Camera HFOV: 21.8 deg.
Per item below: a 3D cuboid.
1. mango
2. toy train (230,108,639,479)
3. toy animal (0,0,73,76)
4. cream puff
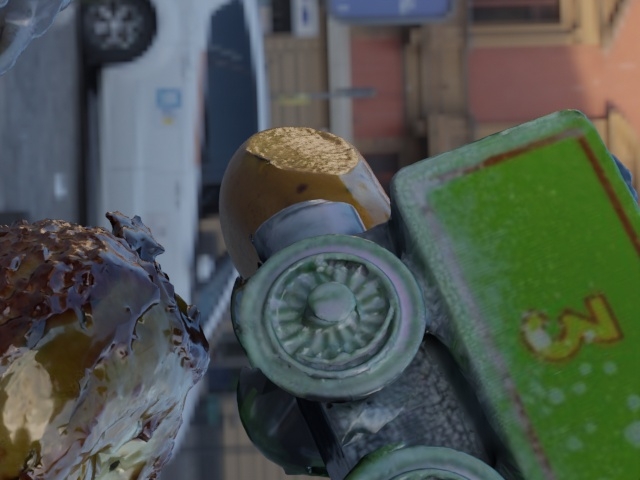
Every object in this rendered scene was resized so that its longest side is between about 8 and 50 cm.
[{"bbox_3d":[0.000,0.000,1.595,0.290,0.160,0.191,-144,-134,-65],"label":"mango"},{"bbox_3d":[0.093,0.097,0.909,0.173,0.249,0.307,88,-18,-64],"label":"toy train"},{"bbox_3d":[-0.096,-0.142,0.798,0.225,0.284,0.302,90,22,-43],"label":"toy animal"},{"bbox_3d":[-0.236,0.122,1.244,0.350,0.229,0.350,-51,164,-21],"label":"cream puff"}]
